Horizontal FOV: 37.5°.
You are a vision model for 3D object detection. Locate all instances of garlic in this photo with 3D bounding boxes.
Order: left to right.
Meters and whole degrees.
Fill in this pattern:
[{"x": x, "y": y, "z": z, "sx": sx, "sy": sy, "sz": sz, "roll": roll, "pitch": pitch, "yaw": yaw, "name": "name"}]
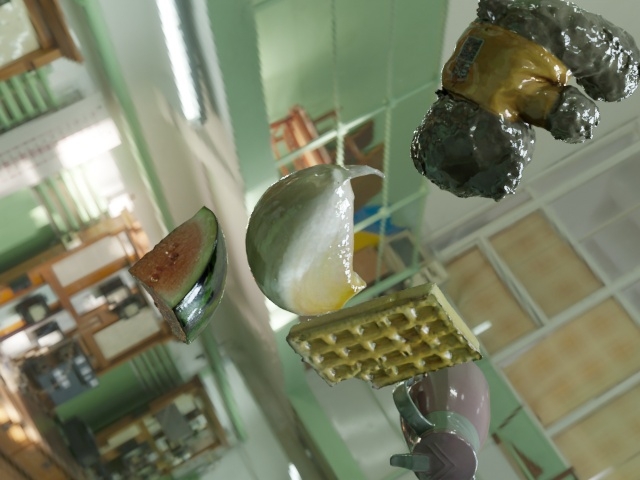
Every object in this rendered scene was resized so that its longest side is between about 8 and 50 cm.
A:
[{"x": -0.013, "y": -0.003, "z": 1.198, "sx": 0.245, "sy": 0.164, "sz": 0.146, "roll": 97, "pitch": -9, "yaw": -50, "name": "garlic"}]

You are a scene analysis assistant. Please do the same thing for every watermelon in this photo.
[{"x": -0.174, "y": 0.070, "z": 1.287, "sx": 0.193, "sy": 0.137, "sz": 0.145, "roll": -77, "pitch": 150, "yaw": -45, "name": "watermelon"}]

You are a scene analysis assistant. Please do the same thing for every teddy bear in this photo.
[{"x": 0.159, "y": -0.124, "z": 0.826, "sx": 0.140, "sy": 0.190, "sz": 0.177, "roll": 30, "pitch": -2, "yaw": -39, "name": "teddy bear"}]

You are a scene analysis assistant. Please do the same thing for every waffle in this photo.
[{"x": 0.050, "y": 0.081, "z": 0.747, "sx": 0.092, "sy": 0.135, "sz": 0.021, "roll": 48, "pitch": 35, "yaw": -34, "name": "waffle"}]

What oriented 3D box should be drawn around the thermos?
[{"x": 0.176, "y": 0.268, "z": 1.412, "sx": 0.176, "sy": 0.146, "sz": 0.265, "roll": 48, "pitch": 14, "yaw": -3, "name": "thermos"}]
